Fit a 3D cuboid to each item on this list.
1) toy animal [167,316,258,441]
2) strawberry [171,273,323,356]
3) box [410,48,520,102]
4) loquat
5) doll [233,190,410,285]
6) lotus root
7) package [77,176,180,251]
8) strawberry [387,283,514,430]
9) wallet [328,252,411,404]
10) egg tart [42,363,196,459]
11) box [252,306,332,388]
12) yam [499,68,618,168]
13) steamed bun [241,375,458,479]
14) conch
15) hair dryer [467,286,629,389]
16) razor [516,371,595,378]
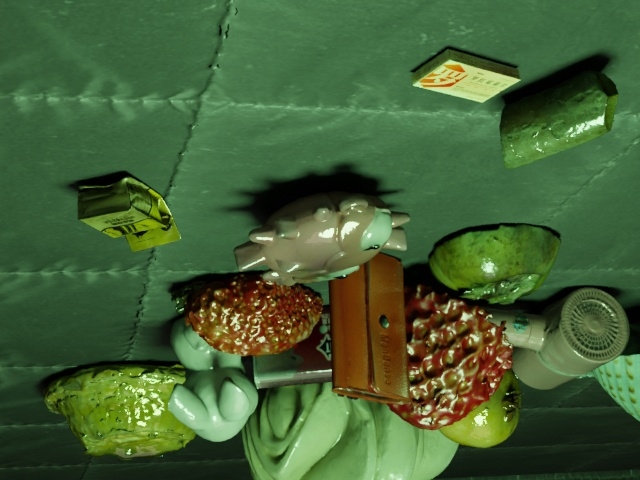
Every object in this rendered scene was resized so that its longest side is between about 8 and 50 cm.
[{"bbox_3d":[-0.168,0.204,1.866,0.127,0.193,0.178,-6,152,2],"label":"toy animal"},{"bbox_3d":[-0.098,0.119,1.752,0.236,0.106,0.175,-1,160,-14],"label":"strawberry"},{"bbox_3d":[0.142,-0.160,1.175,0.093,0.015,0.058,8,158,-35],"label":"box"},{"bbox_3d":[0.245,0.252,1.891,0.163,0.163,0.137,-11,118,16],"label":"loquat"},{"bbox_3d":[0.000,0.000,1.465,0.211,0.093,0.262,-1,158,-29],"label":"doll"},{"bbox_3d":[0.245,0.045,1.680,0.183,0.078,0.203,-4,162,1],"label":"lotus root"},{"bbox_3d":[-0.221,-0.032,1.395,0.071,0.047,0.131,-14,160,18],"label":"package"},{"bbox_3d":[0.153,0.181,1.753,0.234,0.178,0.234,27,157,12],"label":"strawberry"},{"bbox_3d":[0.066,0.115,1.637,0.045,0.204,0.142,-20,153,40],"label":"wallet"},{"bbox_3d":[-0.333,0.316,2.212,0.345,0.132,0.345,-5,158,-2],"label":"egg tart"},{"bbox_3d":[0.005,0.163,1.885,0.224,0.120,0.069,-3,158,0],"label":"box"},{"bbox_3d":[0.241,-0.123,1.223,0.146,0.069,0.070,-22,154,37],"label":"yam"},{"bbox_3d":[0.017,0.305,1.993,0.368,0.342,0.255,1,140,41],"label":"steamed bun"},{"bbox_3d":[0.615,0.226,2.013,0.319,0.215,0.303,-17,178,39],"label":"conch"},{"bbox_3d":[0.290,0.144,1.943,0.352,0.125,0.210,11,158,-14],"label":"hair dryer"},{"bbox_3d":[0.473,0.262,2.391,0.211,0.036,0.084,-7,158,4],"label":"razor"}]
